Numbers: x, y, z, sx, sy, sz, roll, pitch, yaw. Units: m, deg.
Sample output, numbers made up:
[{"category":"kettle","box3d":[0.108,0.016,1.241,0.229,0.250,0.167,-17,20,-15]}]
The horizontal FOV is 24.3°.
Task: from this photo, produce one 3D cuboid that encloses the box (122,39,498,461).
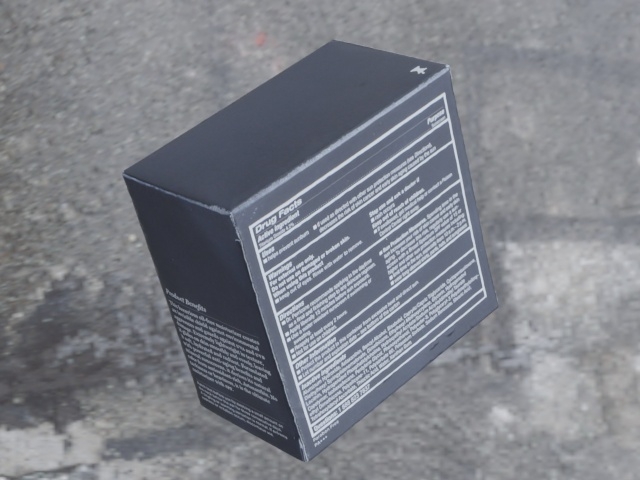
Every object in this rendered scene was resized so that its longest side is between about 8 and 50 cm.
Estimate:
[{"category":"box","box3d":[0.000,0.000,1.485,0.296,0.182,0.294,-35,128,-30]}]
